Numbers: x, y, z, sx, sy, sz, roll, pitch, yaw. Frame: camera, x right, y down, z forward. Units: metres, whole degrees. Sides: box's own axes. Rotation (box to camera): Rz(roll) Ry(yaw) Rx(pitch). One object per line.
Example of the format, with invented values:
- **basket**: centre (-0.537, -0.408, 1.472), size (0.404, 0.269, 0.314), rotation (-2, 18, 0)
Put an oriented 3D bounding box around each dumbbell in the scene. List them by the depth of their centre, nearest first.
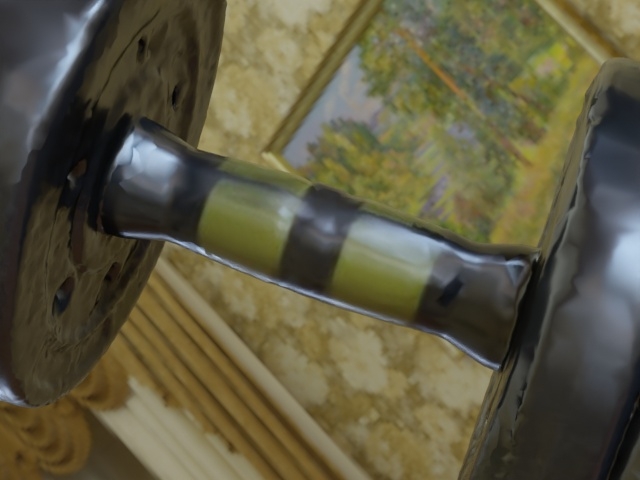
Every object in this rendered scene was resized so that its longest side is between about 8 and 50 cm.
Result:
- **dumbbell**: centre (0.000, 0.000, 0.397), size (0.185, 0.388, 0.185), rotation (19, -90, -83)
